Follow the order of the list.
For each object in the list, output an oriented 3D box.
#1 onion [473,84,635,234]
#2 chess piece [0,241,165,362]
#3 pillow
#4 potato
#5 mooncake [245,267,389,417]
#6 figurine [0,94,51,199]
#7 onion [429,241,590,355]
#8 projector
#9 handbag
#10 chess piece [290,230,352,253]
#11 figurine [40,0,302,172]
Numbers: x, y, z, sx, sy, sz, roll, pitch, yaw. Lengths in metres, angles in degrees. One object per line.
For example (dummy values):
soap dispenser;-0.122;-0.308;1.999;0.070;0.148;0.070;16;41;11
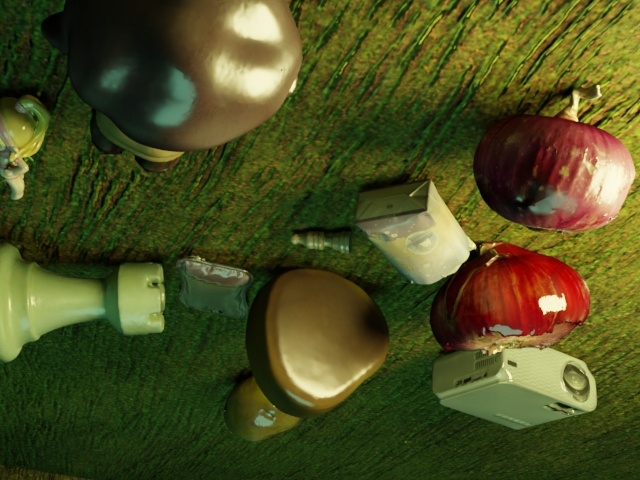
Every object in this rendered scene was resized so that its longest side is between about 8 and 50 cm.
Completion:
onion;0.260;-0.079;0.972;0.177;0.153;0.177;-1;162;0
chess piece;-0.407;0.098;1.410;0.299;0.194;0.194;-1;153;-6
pillow;-0.182;0.083;1.472;0.130;0.038;0.233;11;154;-4
potato;-0.127;0.367;1.907;0.154;0.137;0.200;-15;165;-33
mooncake;-0.017;0.157;1.400;0.235;0.235;0.117;15;154;-17
figurine;-0.383;-0.120;1.096;0.083;0.083;0.187;10;146;-9
onion;0.279;0.095;1.285;0.248;0.161;0.248;9;162;3
projector;0.371;0.271;1.659;0.250;0.108;0.198;23;148;-27
handbag;0.133;-0.007;1.187;0.117;0.095;0.173;-7;147;30
chess piece;0.000;0.000;1.290;0.092;0.035;0.035;4;153;11
figurine;-0.144;-0.180;0.873;0.218;0.206;0.365;37;170;-11
